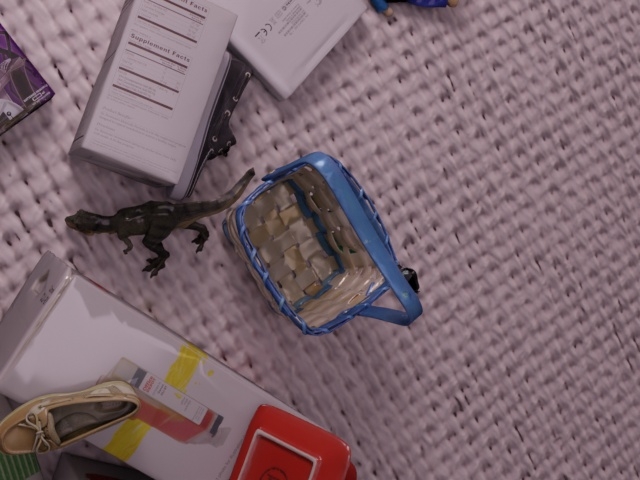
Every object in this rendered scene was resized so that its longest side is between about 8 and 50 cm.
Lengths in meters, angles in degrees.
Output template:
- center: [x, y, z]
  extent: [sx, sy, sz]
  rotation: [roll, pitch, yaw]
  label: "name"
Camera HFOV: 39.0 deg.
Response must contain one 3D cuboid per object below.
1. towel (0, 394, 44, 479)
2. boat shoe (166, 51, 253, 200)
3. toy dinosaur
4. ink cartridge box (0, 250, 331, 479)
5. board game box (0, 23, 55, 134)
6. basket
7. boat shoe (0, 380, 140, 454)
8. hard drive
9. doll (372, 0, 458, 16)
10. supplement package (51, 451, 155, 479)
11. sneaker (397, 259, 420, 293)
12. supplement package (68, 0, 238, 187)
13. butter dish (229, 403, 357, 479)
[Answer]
- center: [-0.501, 0.242, 1.105]
  extent: [0.248, 0.038, 0.325]
  rotation: [-29, 90, -39]
  label: "towel"
- center: [-0.153, -0.157, 1.291]
  extent: [0.076, 0.080, 0.228]
  rotation: [21, 76, -22]
  label: "boat shoe"
- center: [-0.210, -0.019, 1.248]
  extent: [0.268, 0.064, 0.118]
  rotation: [-14, 136, -3]
  label: "toy dinosaur"
- center: [-0.220, 0.192, 1.160]
  extent: [0.384, 0.279, 0.160]
  rotation: [37, 79, -20]
  label: "ink cartridge box"
- center: [-0.537, -0.165, 1.132]
  extent: [0.347, 0.056, 0.208]
  rotation: [-42, 103, -17]
  label: "board game box"
- center: [0.000, 0.000, 1.243]
  extent: [0.201, 0.289, 0.255]
  rotation: [-35, 106, -19]
  label: "basket"
- center: [-0.268, 0.192, 0.962]
  extent: [0.153, 0.048, 0.056]
  rotation: [-13, 101, -18]
  label: "boat shoe"
- center: [-0.097, -0.385, 1.322]
  extent: [0.307, 0.040, 0.203]
  rotation: [45, 75, -19]
  label: "hard drive"
- center: [0.126, -0.415, 1.417]
  extent: [0.189, 0.046, 0.129]
  rotation: [2, 100, -18]
  label: "doll"
- center: [-0.254, 0.403, 1.141]
  extent: [0.177, 0.293, 0.175]
  rotation: [21, 84, -24]
  label: "supplement package"
- center: [0.124, 0.045, 1.420]
  extent: [0.038, 0.069, 0.098]
  rotation: [-47, 109, -16]
  label: "sneaker"
- center: [-0.226, -0.208, 1.217]
  extent: [0.134, 0.139, 0.244]
  rotation: [21, 83, -22]
  label: "supplement package"
- center: [-0.019, 0.289, 1.036]
  extent: [0.118, 0.160, 0.160]
  rotation: [28, 80, -46]
  label: "butter dish"
